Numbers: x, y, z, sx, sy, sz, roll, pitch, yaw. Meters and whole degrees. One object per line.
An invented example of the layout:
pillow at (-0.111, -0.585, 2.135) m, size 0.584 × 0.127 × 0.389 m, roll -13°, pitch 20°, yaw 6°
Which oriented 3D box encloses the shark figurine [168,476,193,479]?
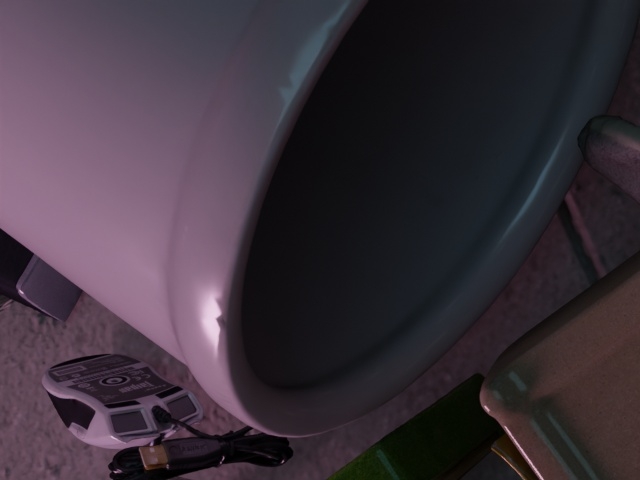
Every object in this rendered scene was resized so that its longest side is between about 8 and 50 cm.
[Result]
shark figurine at (0.001, 0.239, 0.968) m, size 0.166 × 0.116 × 0.278 m, roll -25°, pitch 76°, yaw 14°

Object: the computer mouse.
computer mouse at (-0.106, 0.111, 1.023) m, size 0.193 × 0.106 × 0.042 m, roll 20°, pitch 118°, yaw 57°

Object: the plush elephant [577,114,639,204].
plush elephant at (0.295, -0.070, 0.850) m, size 0.255 × 0.272 × 0.330 m, roll -27°, pitch 31°, yaw 51°

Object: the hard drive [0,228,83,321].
hard drive at (-0.192, -0.092, 1.120) m, size 0.172 × 0.054 × 0.255 m, roll 22°, pitch 90°, yaw 22°

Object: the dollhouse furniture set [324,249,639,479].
dollhouse furniture set at (0.157, 0.134, 0.881) m, size 0.301 × 0.151 × 0.197 m, roll -39°, pitch 81°, yaw 25°

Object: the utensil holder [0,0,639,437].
utensil holder at (-0.079, -0.133, 0.883) m, size 0.385 × 0.327 × 0.328 m, roll 32°, pitch 94°, yaw 26°
